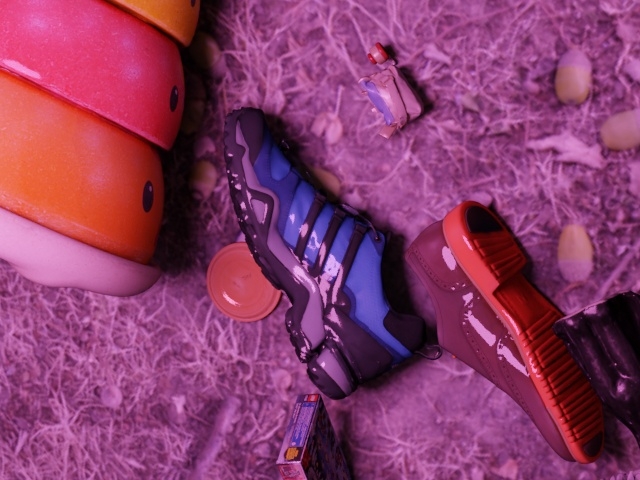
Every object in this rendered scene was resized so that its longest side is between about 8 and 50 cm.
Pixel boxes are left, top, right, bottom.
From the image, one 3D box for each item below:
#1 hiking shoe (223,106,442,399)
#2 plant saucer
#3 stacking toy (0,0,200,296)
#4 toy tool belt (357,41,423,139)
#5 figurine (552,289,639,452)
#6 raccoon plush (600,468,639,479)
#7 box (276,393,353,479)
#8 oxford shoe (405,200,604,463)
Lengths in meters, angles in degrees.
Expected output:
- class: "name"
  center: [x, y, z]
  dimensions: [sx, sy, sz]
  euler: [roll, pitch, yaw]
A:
- class: "hiking shoe"
  center: [0.000, 0.000, 1.472]
  dimensions: [0.132, 0.113, 0.304]
  euler: [-23, 87, -7]
- class: "plant saucer"
  center: [-0.079, 0.043, 1.537]
  dimensions: [0.083, 0.013, 0.084]
  euler: [3, 100, 18]
- class: "stacking toy"
  center: [-0.228, -0.214, 1.424]
  dimensions: [0.350, 0.350, 0.480]
  euler: [26, 91, 13]
- class: "toy tool belt"
  center: [0.059, -0.143, 1.439]
  dimensions: [0.051, 0.052, 0.083]
  euler: [-35, 86, 12]
- class: "figurine"
  center: [0.352, 0.121, 1.346]
  dimensions: [0.215, 0.092, 0.209]
  euler: [-29, 82, 16]
- class: "raccoon plush"
  center: [0.178, 0.412, 1.465]
  dimensions: [0.446, 0.299, 0.216]
  euler: [-23, 74, -11]
- class: "box"
  center: [-0.002, 0.232, 1.471]
  dimensions: [0.027, 0.094, 0.137]
  euler: [-5, 127, 20]
- class: "oxford shoe"
  center: [0.178, 0.099, 1.428]
  dimensions: [0.098, 0.097, 0.271]
  euler: [-34, 80, 35]
